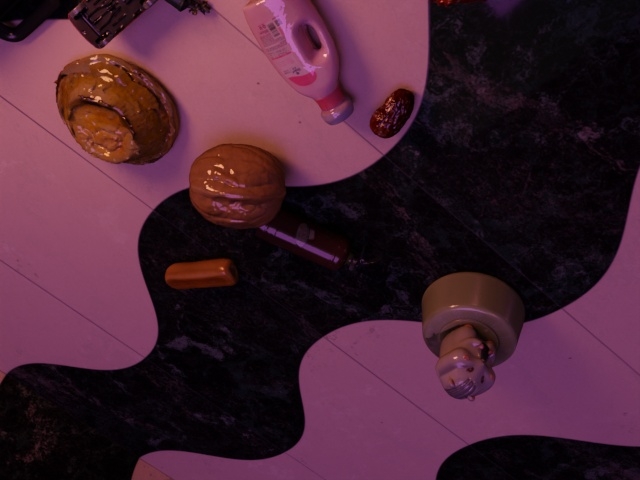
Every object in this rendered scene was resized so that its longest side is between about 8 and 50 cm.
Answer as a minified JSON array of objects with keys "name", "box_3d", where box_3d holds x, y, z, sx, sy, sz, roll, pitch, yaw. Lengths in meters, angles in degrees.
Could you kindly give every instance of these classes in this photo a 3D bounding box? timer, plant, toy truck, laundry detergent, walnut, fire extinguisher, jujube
[{"name":"timer","box_3d":[0.398,0.288,1.954,0.290,0.315,0.291,9,131,11]},{"name":"plant","box_3d":[-0.300,-0.538,1.645,0.102,0.051,0.051,25,134,-11]},{"name":"toy truck","box_3d":[-0.453,-0.549,1.646,0.252,0.114,0.107,-26,119,33]},{"name":"laundry detergent","box_3d":[-0.032,-0.414,1.638,0.158,0.088,0.335,-17,124,30]},{"name":"walnut","box_3d":[-0.211,-0.139,1.865,0.260,0.225,0.225,10,133,12]},{"name":"fire extinguisher","box_3d":[0.000,0.000,1.981,0.343,0.102,0.138,23,132,-2]},{"name":"jujube","box_3d":[0.170,-0.297,1.685,0.077,0.077,0.129,31,122,-9]}]

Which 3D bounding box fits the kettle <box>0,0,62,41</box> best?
[{"name":"kettle","box_3d":[-0.803,-0.571,1.692,0.307,0.203,0.262,-22,118,30]}]

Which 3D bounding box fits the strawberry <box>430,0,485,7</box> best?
[{"name":"strawberry","box_3d":[0.314,-0.544,1.373,0.177,0.234,0.234,8,140,-27]}]

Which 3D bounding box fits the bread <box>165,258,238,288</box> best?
[{"name":"bread","box_3d":[-0.364,0.100,2.214,0.239,0.074,0.093,-5,144,25]}]

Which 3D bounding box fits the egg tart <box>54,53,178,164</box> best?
[{"name":"egg tart","box_3d":[-0.547,-0.313,1.877,0.345,0.133,0.346,11,135,11]}]
